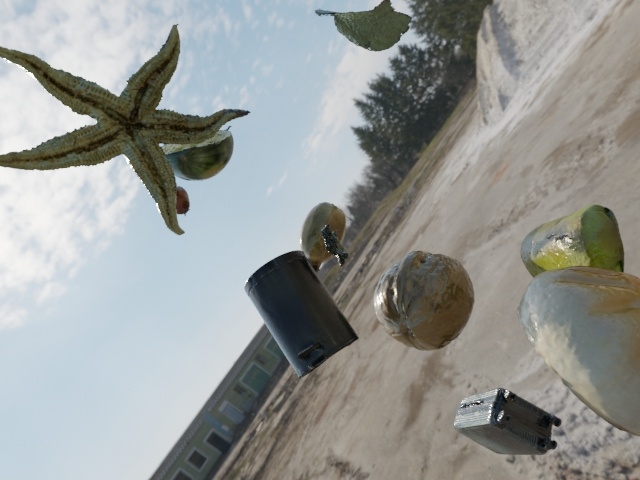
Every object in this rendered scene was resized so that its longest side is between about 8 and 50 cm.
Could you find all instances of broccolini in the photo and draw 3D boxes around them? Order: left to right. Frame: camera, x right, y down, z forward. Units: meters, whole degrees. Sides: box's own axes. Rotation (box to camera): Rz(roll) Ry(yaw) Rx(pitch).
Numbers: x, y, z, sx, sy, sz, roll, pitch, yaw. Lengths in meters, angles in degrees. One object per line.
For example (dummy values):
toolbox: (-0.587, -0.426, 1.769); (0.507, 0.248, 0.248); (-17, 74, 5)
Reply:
broccolini: (0.061, 0.027, 1.313); (0.062, 0.123, 0.271); (-15, -10, 9)

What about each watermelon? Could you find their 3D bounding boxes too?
watermelon: (-0.333, -0.234, 1.160); (0.232, 0.204, 0.127); (-114, 10, -64)

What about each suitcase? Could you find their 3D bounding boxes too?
suitcase: (0.566, 0.571, 1.310); (0.128, 0.202, 0.312); (-59, -4, -28)

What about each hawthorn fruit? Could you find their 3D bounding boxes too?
hawthorn fruit: (-0.447, -0.121, 1.324); (0.081, 0.093, 0.081); (-41, 3, 3)

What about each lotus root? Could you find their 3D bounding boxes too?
lotus root: (0.000, 0.000, 1.661); (0.183, 0.183, 0.309); (104, -175, -78)

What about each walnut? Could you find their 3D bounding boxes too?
walnut: (0.323, 0.178, 1.313); (0.332, 0.333, 0.333); (-55, -4, -6)

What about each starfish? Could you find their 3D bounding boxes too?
starfish: (-0.313, -0.204, 0.676); (0.347, 0.358, 0.078); (-60, 26, -14)

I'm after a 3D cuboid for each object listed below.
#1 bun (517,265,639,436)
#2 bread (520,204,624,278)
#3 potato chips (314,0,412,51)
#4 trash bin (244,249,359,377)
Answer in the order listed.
bun: (0.478, 0.144, 0.663); (0.164, 0.299, 0.299); (-55, -3, 29)
bread: (0.563, 0.028, 0.978); (0.383, 0.112, 0.166); (29, -127, -78)
potato chips: (0.098, -0.518, 0.989); (0.228, 0.167, 0.059); (5, -94, -48)
trash bin: (-0.052, 0.204, 1.180); (0.203, 0.301, 0.252); (-39, -18, 11)
